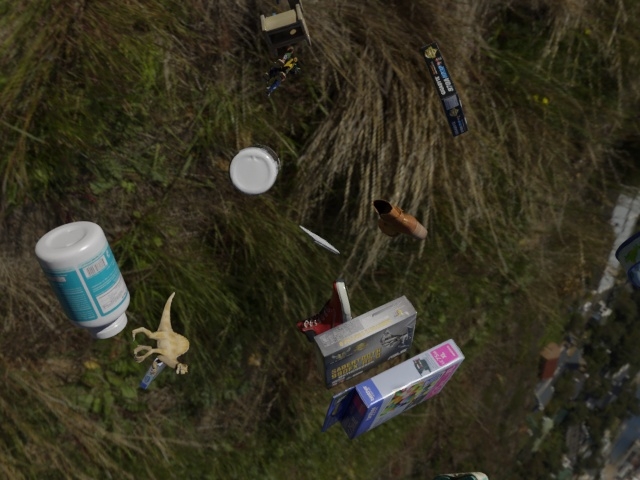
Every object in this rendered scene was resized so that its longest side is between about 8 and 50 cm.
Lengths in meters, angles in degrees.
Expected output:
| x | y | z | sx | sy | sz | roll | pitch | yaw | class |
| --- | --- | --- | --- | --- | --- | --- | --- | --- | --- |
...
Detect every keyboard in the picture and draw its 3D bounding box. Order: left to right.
| x | y | z | sx | sy | sz | roll | pitch | yaw | class |
| --- | --- | --- | --- | --- | --- | --- | --- | --- | --- |
| 0.000 | 0.000 | 1.770 | 0.014 | 0.072 | 0.256 | -46 | 160 | 5 | keyboard |

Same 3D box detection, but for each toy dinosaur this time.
| x | y | z | sx | sy | sz | roll | pitch | yaw | class |
| --- | --- | --- | --- | --- | --- | --- | --- | --- | --- |
| -0.276 | 0.174 | 0.954 | 0.093 | 0.183 | 0.053 | -5 | 131 | -22 | toy dinosaur |

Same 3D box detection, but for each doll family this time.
| x | y | z | sx | sy | sz | roll | pitch | yaw | class |
| --- | --- | --- | --- | --- | --- | --- | --- | --- | --- |
| -0.126 | -0.536 | 1.758 | 0.076 | 0.193 | 0.111 | 43 | 50 | -19 | doll family |

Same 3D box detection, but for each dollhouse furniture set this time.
| x | y | z | sx | sy | sz | roll | pitch | yaw | class |
| --- | --- | --- | --- | --- | --- | --- | --- | --- | --- |
| -0.117 | -0.722 | 1.794 | 0.129 | 0.183 | 0.129 | -14 | 155 | 9 | dollhouse furniture set |

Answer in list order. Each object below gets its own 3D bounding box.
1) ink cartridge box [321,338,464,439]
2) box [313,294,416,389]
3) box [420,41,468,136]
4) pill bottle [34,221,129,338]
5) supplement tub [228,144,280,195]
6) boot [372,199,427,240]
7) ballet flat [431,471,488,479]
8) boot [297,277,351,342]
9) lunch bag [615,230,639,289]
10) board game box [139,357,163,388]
| x | y | z | sx | sy | sz | roll | pitch | yaw | class |
| --- | --- | --- | --- | --- | --- | --- | --- | --- | --- |
| 0.157 | 0.338 | 1.215 | 0.311 | 0.065 | 0.185 | -17 | 146 | -24 | ink cartridge box |
| 0.102 | 0.235 | 1.259 | 0.231 | 0.056 | 0.183 | -22 | 145 | -14 | box |
| 0.361 | -0.439 | 1.608 | 0.051 | 0.220 | 0.175 | -21 | 147 | 14 | box |
| -0.530 | 0.099 | 1.264 | 0.146 | 0.146 | 0.264 | -27 | 128 | -26 | pill bottle |
| -0.162 | -0.182 | 1.399 | 0.117 | 0.190 | 0.117 | 0 | 103 | 1 | supplement tub |
| 0.193 | -0.068 | 1.551 | 0.152 | 0.197 | 0.073 | 31 | 81 | -33 | boot |
| 0.357 | 0.621 | 1.410 | 0.052 | 0.057 | 0.168 | 0 | 160 | -37 | ballet flat |
| 0.009 | 0.228 | 1.742 | 0.176 | 0.088 | 0.244 | -3 | 124 | 4 | boot |
| 0.715 | 0.048 | 1.083 | 0.219 | 0.090 | 0.176 | 33 | 122 | -18 | lunch bag |
| -0.374 | 0.287 | 1.284 | 0.090 | 0.020 | 0.090 | -54 | -179 | 27 | board game box |
